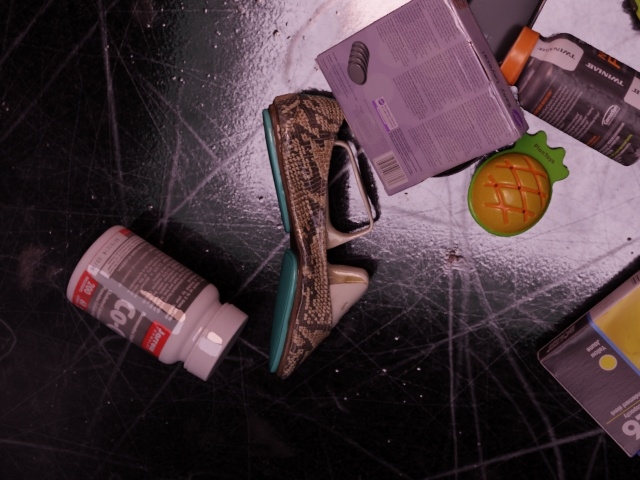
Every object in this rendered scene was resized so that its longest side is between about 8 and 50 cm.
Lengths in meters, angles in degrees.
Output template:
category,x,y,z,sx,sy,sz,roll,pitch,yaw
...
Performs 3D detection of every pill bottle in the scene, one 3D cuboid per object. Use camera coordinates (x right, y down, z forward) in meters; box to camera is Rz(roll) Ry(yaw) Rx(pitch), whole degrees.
category,x,y,z,sx,sy,sz,roll,pitch,yaw
pill bottle,-0.280,0.112,1.447,0.283,0.161,0.161,33,108,3
pill bottle,0.387,-0.223,1.240,0.246,0.130,0.130,30,108,3

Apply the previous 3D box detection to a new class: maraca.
category,x,y,z,sx,sy,sz,roll,pitch,yaw
maraca,0.311,-0.090,1.311,0.127,0.099,0.185,42,82,-3

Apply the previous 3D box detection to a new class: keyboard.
category,x,y,z,sx,sy,sz,roll,pitch,yaw
keyboard,0.210,-0.318,1.307,0.201,0.033,0.317,27,107,-2

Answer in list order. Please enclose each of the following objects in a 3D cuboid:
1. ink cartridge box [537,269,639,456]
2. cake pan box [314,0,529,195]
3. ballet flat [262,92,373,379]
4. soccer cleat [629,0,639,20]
category,x,y,z,sx,sy,sz,roll,pitch,yaw
ink cartridge box,0.569,0.204,1.342,0.307,0.072,0.303,46,108,0
cake pan box,0.154,-0.221,1.265,0.246,0.070,0.267,-24,98,39
ballet flat,0.000,0.000,1.377,0.182,0.164,0.483,-2,102,-8
soccer cleat,0.535,-0.323,1.215,0.093,0.121,0.289,-26,81,52
